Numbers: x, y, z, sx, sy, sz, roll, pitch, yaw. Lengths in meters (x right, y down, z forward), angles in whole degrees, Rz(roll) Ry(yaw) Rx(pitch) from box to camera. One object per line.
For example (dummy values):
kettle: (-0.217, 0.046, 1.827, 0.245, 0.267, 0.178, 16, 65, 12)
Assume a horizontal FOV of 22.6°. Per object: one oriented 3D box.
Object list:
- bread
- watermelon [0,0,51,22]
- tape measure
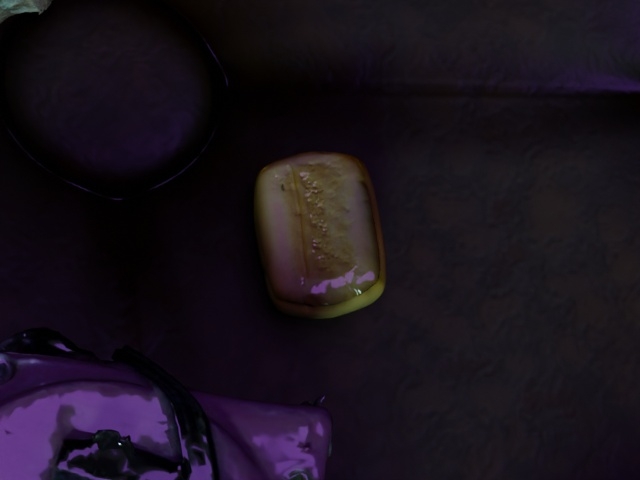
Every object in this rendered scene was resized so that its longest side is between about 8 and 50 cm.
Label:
bread: (0.000, 0.000, 1.037, 0.082, 0.056, 0.115, -12, 63, -3)
watermelon: (-0.197, -0.236, 1.001, 0.128, 0.146, 0.231, 30, 67, -7)
tape measure: (-0.121, 0.171, 0.885, 0.232, 0.149, 0.245, 13, 68, -15)
